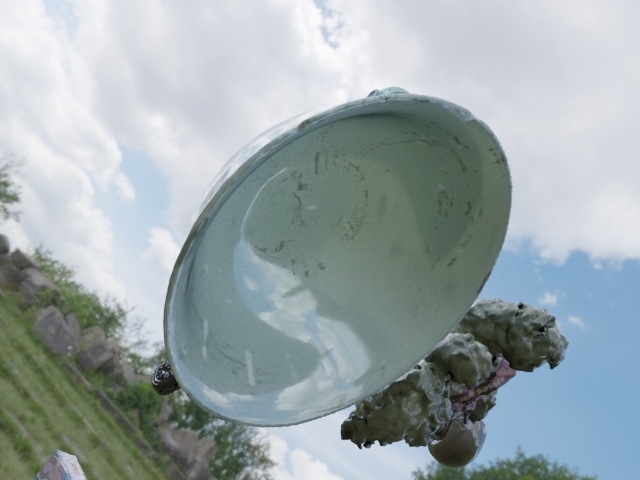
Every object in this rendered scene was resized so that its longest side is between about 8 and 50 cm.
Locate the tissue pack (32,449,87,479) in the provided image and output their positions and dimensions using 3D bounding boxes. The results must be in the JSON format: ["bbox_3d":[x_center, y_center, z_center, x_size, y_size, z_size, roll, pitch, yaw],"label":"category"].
[{"bbox_3d":[-0.554,0.531,1.074,0.115,0.155,0.065,27,-17,45],"label":"tissue pack"}]

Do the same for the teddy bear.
[{"bbox_3d":[0.203,0.263,0.932,0.224,0.367,0.357,46,-34,17],"label":"teddy bear"}]

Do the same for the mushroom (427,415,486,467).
[{"bbox_3d":[0.356,0.538,1.403,0.141,0.117,0.188,26,-49,-2],"label":"mushroom"}]

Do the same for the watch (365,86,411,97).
[{"bbox_3d":[0.168,-0.291,1.403,0.195,0.237,0.068,35,19,-33],"label":"watch"}]

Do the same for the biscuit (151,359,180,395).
[{"bbox_3d":[-0.213,0.190,0.784,0.089,0.087,0.027,-19,-61,38],"label":"biscuit"}]

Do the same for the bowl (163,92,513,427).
[{"bbox_3d":[0.000,0.000,0.640,0.196,0.434,0.435,49,-24,43],"label":"bowl"}]
